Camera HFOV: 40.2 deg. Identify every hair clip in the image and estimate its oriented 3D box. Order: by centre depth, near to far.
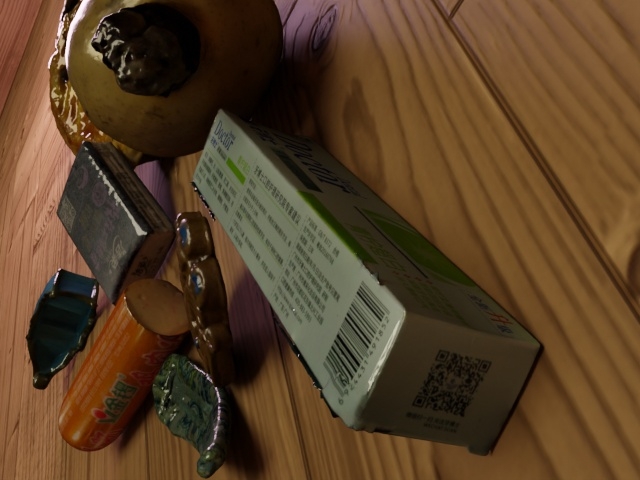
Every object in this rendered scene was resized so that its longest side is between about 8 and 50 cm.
[{"bbox_3d":[-0.098,0.140,0.691,0.066,0.036,0.229,-70,20,-1],"label":"hair clip"}]

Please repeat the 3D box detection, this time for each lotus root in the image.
[{"bbox_3d":[-0.118,-0.154,0.704,0.310,0.182,0.183,-116,46,-79],"label":"lotus root"}]

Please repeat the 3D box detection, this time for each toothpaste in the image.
[{"bbox_3d":[0.000,0.000,0.527,0.067,0.081,0.336,-66,27,15],"label":"toothpaste"}]

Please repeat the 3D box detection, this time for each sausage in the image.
[{"bbox_3d":[-0.199,0.136,0.853,0.234,0.071,0.071,-54,32,35],"label":"sausage"}]

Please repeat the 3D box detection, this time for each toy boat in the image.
[{"bbox_3d":[-0.338,0.118,1.126,0.185,0.075,0.077,-53,24,41],"label":"toy boat"}]

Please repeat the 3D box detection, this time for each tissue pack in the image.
[{"bbox_3d":[-0.228,-0.019,0.960,0.156,0.051,0.112,51,126,30],"label":"tissue pack"}]

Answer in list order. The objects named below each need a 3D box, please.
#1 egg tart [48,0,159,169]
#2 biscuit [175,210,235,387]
[{"bbox_3d":[-0.224,-0.203,1.053,0.297,0.132,0.297,-5,84,54],"label":"egg tart"},{"bbox_3d":[-0.089,0.042,0.652,0.175,0.026,0.124,102,152,-64],"label":"biscuit"}]
